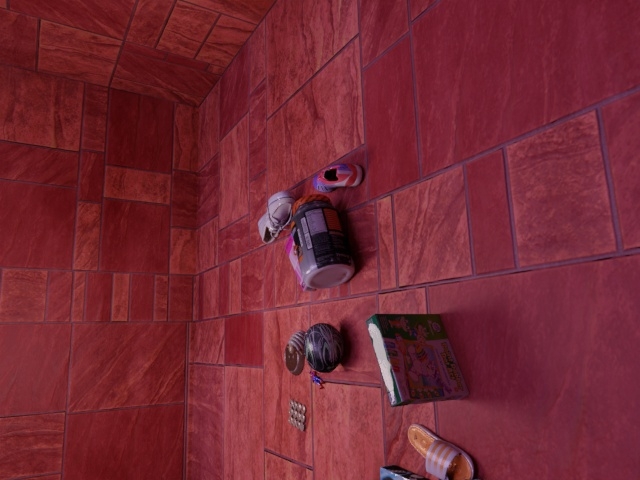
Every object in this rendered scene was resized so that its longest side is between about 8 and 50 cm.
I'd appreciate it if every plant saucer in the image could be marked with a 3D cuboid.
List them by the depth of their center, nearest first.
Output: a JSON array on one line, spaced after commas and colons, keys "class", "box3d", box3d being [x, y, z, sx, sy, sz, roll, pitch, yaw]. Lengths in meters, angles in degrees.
[{"class": "plant saucer", "box3d": [-0.123, 0.525, 2.213, 0.168, 0.029, 0.169, -11, 77, 59]}]

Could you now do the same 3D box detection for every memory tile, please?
[{"class": "memory tile", "box3d": [-0.104, 0.769, 2.159, 0.148, 0.012, 0.113, -5, 81, 59]}]

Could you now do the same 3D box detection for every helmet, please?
[{"class": "helmet", "box3d": [0.014, 0.404, 1.871, 0.169, 0.169, 0.162, -127, 34, -48]}]

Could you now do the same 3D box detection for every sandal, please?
[{"class": "sandal", "box3d": [0.320, 0.617, 1.401, 0.265, 0.076, 0.102, 13, 97, 59]}]

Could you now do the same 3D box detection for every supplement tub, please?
[{"class": "supplement tub", "box3d": [0.000, 0.000, 1.910, 0.207, 0.207, 0.338, -49, 45, 45]}]

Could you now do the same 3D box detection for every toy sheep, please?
[{"class": "toy sheep", "box3d": [-0.088, 0.432, 2.096, 0.091, 0.132, 0.091, 28, 143, 24]}]

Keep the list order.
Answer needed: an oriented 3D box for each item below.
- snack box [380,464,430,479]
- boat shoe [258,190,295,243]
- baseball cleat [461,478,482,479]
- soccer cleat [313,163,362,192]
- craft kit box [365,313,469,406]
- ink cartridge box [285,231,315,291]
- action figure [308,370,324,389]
[{"class": "snack box", "box3d": [0.295, 0.798, 1.431, 0.322, 0.060, 0.187, -14, 75, 58]}, {"class": "boat shoe", "box3d": [-0.211, -0.087, 2.352, 0.367, 0.135, 0.157, -46, 48, 51]}, {"class": "baseball cleat", "box3d": [0.412, 0.717, 1.239, 0.109, 0.072, 0.206, -28, 70, 39]}, {"class": "soccer cleat", "box3d": [0.039, -0.257, 1.969, 0.318, 0.116, 0.109, 2, 87, 59]}, {"class": "craft kit box", "box3d": [0.269, 0.326, 1.367, 0.061, 0.246, 0.250, -47, 47, 42]}, {"class": "ink cartridge box", "box3d": [-0.075, 0.034, 2.179, 0.176, 0.069, 0.371, -62, 35, 33]}, {"class": "action figure", "box3d": [-0.021, 0.574, 2.036, 0.115, 0.030, 0.038, 32, 118, 59]}]
